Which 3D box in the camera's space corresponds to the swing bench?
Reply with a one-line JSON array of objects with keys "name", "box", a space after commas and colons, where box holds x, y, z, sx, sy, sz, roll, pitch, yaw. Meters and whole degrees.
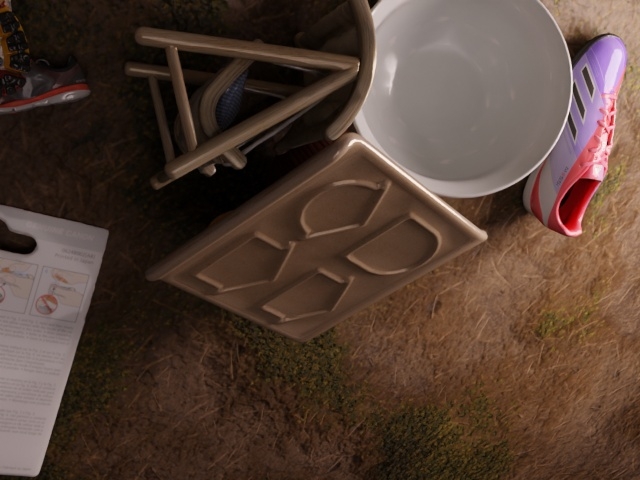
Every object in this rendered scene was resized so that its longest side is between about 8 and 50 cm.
[{"name": "swing bench", "box": [-0.082, -0.168, 1.012, 0.254, 0.253, 0.165, -13, 95, -14]}]

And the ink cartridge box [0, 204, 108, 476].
[{"name": "ink cartridge box", "box": [-0.493, 0.124, 1.184, 0.308, 0.091, 0.385, 14, 98, -30]}]

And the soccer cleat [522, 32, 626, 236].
[{"name": "soccer cleat", "box": [0.414, -0.157, 1.347, 0.108, 0.116, 0.318, 1, 121, -24]}]

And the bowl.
[{"name": "bowl", "box": [0.172, -0.203, 1.168, 0.298, 0.134, 0.298, 0, 93, -7]}]

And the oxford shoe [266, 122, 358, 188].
[{"name": "oxford shoe", "box": [-0.008, -0.044, 1.247, 0.130, 0.123, 0.348, 4, 130, -29]}]

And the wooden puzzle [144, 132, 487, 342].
[{"name": "wooden puzzle", "box": [0.000, 0.000, 1.114, 0.322, 0.080, 0.348, -32, 146, 25]}]

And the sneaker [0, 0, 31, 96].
[{"name": "sneaker", "box": [-0.382, -0.273, 0.949, 0.088, 0.093, 0.225, -12, 109, -32]}]

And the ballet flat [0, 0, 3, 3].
[{"name": "ballet flat", "box": [-0.299, -0.376, 0.857, 0.123, 0.123, 0.348, 3, 100, -25]}]

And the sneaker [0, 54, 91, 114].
[{"name": "sneaker", "box": [-0.361, -0.188, 1.042, 0.158, 0.061, 0.065, -14, 99, -16]}]
